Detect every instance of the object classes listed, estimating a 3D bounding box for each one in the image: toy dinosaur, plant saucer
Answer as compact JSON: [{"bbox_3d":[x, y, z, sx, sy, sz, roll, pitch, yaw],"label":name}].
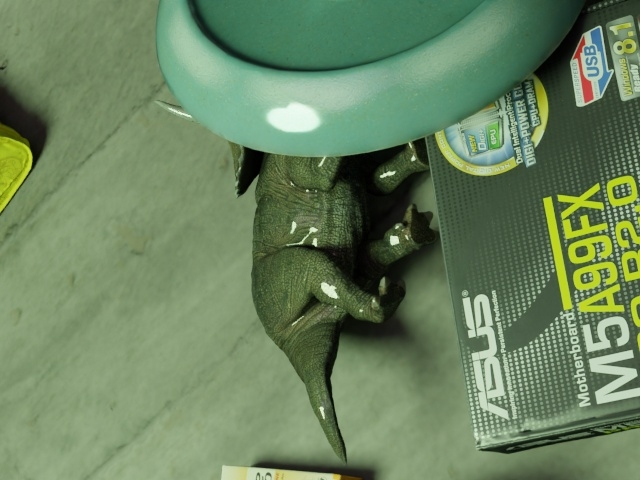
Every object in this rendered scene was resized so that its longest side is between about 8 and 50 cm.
[{"bbox_3d":[0.000,0.000,0.915,0.160,0.121,0.313,-24,75,48],"label":"toy dinosaur"},{"bbox_3d":[0.028,-0.193,0.892,0.317,0.044,0.318,-10,52,13],"label":"plant saucer"}]

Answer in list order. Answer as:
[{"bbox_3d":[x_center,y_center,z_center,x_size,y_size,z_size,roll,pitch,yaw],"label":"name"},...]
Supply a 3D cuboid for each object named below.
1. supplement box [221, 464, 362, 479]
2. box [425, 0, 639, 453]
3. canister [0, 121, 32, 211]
[{"bbox_3d":[-0.023,0.193,0.912,0.098,0.036,0.062,-2,77,30],"label":"supplement box"},{"bbox_3d":[0.185,-0.015,0.828,0.216,0.060,0.270,-15,71,26],"label":"box"},{"bbox_3d":[-0.345,-0.086,1.139,0.170,0.073,0.126,44,101,31],"label":"canister"}]
